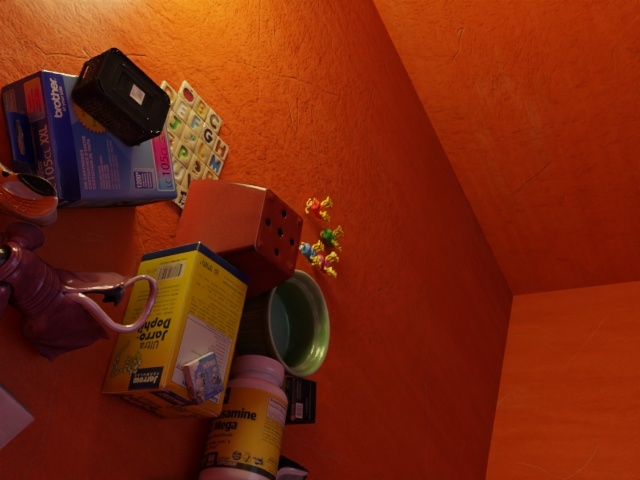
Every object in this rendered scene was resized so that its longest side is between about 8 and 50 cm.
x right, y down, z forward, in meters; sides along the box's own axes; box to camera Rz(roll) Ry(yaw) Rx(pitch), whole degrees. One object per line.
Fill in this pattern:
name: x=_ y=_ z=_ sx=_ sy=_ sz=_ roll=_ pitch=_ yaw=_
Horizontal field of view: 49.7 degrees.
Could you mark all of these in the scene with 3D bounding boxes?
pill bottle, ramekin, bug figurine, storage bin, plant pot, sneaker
pill bottle: x=-0.186 y=0.472 z=1.761 sx=0.188 sy=0.188 sz=0.334 roll=46 pitch=40 yaw=-41
ramekin: x=-0.114 y=0.243 z=1.984 sx=0.303 sy=0.148 sz=0.303 roll=24 pitch=61 yaw=-53
bug figurine: x=0.000 y=0.000 z=2.308 sx=0.216 sy=0.072 sz=0.279 roll=57 pitch=33 yaw=-41
storage bin: x=-0.416 y=-0.300 z=1.460 sx=0.180 sy=0.084 sz=0.122 roll=42 pitch=46 yaw=-41
plant pot: x=-0.200 y=-0.007 z=1.833 sx=0.267 sy=0.235 sz=0.267 roll=40 pitch=50 yaw=-46
sneaker: x=-0.129 y=0.657 z=1.908 sx=0.271 sy=0.100 sz=0.108 roll=21 pitch=87 yaw=-57
sneaker: x=-0.614 y=-0.102 z=1.307 sx=0.262 sy=0.121 sz=0.099 roll=33 pitch=64 yaw=2

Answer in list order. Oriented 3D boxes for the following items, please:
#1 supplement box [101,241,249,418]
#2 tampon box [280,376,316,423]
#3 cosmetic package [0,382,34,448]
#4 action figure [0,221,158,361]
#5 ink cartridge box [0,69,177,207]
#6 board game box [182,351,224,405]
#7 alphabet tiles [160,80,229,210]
supplement box: x=-0.329 y=0.213 z=1.614 sx=0.194 sy=0.195 sz=0.357 roll=42 pitch=47 yaw=-43
tampon box: x=-0.105 y=0.448 z=1.925 sx=0.101 sy=0.161 sz=0.120 roll=28 pitch=57 yaw=-51
cosmetic package: x=-0.629 y=0.268 z=1.223 sx=0.099 sy=0.060 sz=0.239 roll=-44 pitch=122 yaw=-20
action figure: x=-0.531 y=0.100 z=1.284 sx=0.370 sy=0.275 sz=0.248 roll=54 pitch=44 yaw=-56
ink cartridge box: x=-0.514 y=-0.205 z=1.496 sx=0.395 sy=0.151 sz=0.270 roll=-7 pitch=87 yaw=-56
board game box: x=-0.253 y=0.299 z=1.503 sx=0.090 sy=0.020 sz=0.090 roll=-20 pitch=97 yaw=-57
alphabet tiles: x=-0.364 y=-0.255 z=1.870 sx=0.285 sy=0.011 sz=0.343 roll=46 pitch=45 yaw=-41
